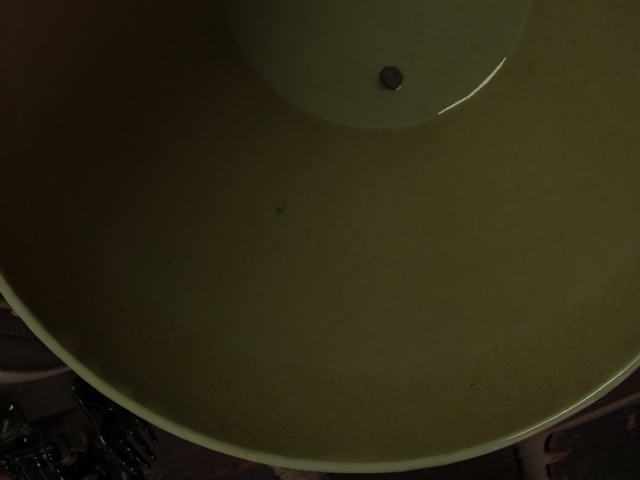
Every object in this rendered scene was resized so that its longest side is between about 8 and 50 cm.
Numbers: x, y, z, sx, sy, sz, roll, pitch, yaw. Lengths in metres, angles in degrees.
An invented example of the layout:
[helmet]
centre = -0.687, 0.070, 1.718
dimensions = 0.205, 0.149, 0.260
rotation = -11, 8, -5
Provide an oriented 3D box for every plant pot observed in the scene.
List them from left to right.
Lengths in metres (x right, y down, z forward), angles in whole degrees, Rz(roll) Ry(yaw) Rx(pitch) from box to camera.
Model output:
[plant pot]
centre = 0.015, -0.083, 0.669
dimensions = 0.284, 0.284, 0.191
rotation = -27, -164, 15

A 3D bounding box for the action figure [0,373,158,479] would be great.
[action figure]
centre = -0.196, 0.210, 1.373
dimensions = 0.164, 0.141, 0.276
rotation = -18, 158, -16

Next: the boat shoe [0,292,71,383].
[boat shoe]
centre = -0.173, -0.007, 0.840
dimensions = 0.096, 0.117, 0.324
rotation = -30, 155, 31
